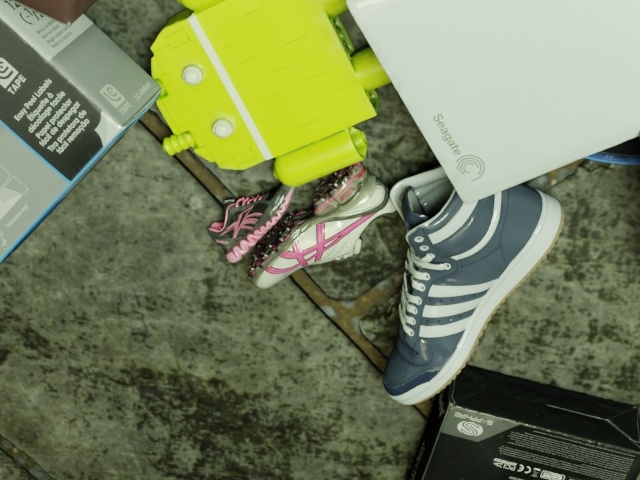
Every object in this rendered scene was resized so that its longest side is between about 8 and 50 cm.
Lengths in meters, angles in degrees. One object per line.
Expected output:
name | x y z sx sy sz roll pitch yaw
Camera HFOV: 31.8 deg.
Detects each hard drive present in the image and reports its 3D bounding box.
hard drive | 0.229 -0.186 0.923 0.353 0.047 0.233 -22 122 21

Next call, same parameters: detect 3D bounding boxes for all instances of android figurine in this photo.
android figurine | -0.054 -0.168 1.108 0.272 0.056 0.248 -20 115 16

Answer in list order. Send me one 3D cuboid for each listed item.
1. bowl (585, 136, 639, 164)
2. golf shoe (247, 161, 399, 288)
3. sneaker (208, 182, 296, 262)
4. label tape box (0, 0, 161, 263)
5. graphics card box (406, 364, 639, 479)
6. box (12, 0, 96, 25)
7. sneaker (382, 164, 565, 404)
bowl | 0.290 -0.232 0.959 0.390 0.077 0.391 3 128 4
golf shoe | 0.000 0.000 1.189 0.086 0.067 0.186 41 116 -18
sneaker | -0.076 -0.030 1.199 0.057 0.047 0.119 44 115 -4
label tape box | -0.367 -0.172 1.091 0.347 0.115 0.249 42 122 -13
graphics card box | 0.210 0.334 1.338 0.232 0.094 0.371 14 122 0
box | -0.231 -0.329 0.939 0.167 0.168 0.203 24 134 4
sneaker | 0.109 0.040 1.162 0.153 0.099 0.282 23 114 -26
